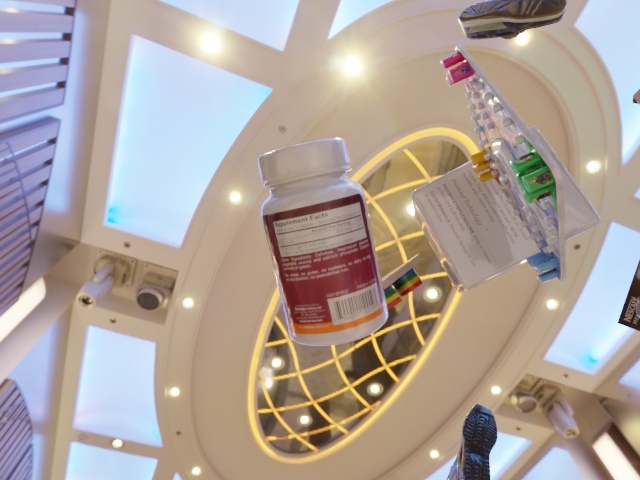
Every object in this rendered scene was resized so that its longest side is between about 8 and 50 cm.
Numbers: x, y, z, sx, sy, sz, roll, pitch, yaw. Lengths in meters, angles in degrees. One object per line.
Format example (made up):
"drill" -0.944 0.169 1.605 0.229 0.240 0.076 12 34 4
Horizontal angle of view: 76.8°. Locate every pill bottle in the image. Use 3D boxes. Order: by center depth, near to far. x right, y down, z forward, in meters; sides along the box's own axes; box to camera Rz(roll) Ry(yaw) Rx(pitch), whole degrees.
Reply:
"pill bottle" 0.000 0.000 0.860 0.224 0.224 0.392 -11 -84 5

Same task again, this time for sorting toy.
"sorting toy" 0.205 0.178 1.317 0.089 0.257 0.255 55 -43 8

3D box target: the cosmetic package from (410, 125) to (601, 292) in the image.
"cosmetic package" 0.540 -0.067 1.265 0.393 0.329 0.327 -29 -106 8

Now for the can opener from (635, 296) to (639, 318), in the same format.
"can opener" 0.740 0.108 0.862 0.095 0.076 0.283 -46 -44 0

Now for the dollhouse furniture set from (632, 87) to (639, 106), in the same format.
"dollhouse furniture set" 0.764 -0.386 0.917 0.076 0.058 0.152 -3 -43 -39

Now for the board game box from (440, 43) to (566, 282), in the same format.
"board game box" 0.379 -0.145 0.837 0.050 0.390 0.390 -25 -39 17

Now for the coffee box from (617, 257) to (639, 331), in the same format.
"coffee box" 0.929 0.135 1.081 0.098 0.141 0.247 7 -79 -34

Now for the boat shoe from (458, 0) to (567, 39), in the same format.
"boat shoe" 0.419 -0.485 0.888 0.080 0.223 0.073 -60 -41 -13

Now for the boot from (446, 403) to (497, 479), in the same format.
"boot" 0.330 0.486 0.918 0.077 0.198 0.137 27 -45 13
